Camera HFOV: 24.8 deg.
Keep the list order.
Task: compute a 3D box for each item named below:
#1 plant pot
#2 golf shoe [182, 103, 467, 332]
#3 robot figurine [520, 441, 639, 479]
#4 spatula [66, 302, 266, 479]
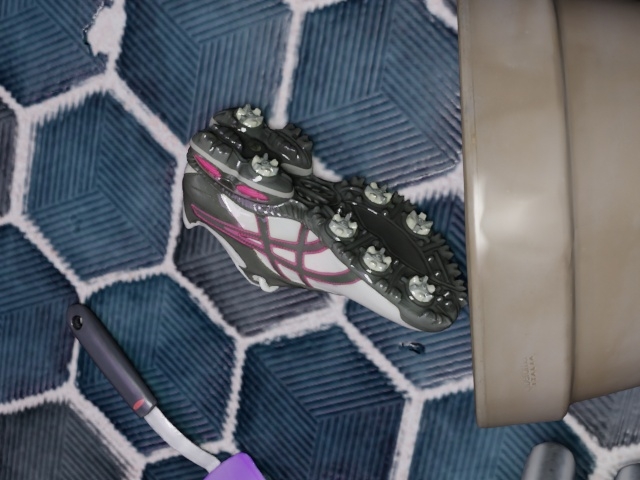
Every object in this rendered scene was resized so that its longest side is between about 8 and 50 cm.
[{"bbox_3d":[0.239,-0.035,1.017,0.281,0.323,0.323,-2,104,6],"label":"plant pot"},{"bbox_3d":[0.000,0.000,1.228,0.273,0.105,0.120,37,130,15],"label":"golf shoe"},{"bbox_3d":[0.185,0.346,1.179,0.300,0.200,0.353,15,109,13],"label":"robot figurine"},{"bbox_3d":[-0.140,0.174,1.356,0.084,0.030,0.296,-42,86,25],"label":"spatula"}]
